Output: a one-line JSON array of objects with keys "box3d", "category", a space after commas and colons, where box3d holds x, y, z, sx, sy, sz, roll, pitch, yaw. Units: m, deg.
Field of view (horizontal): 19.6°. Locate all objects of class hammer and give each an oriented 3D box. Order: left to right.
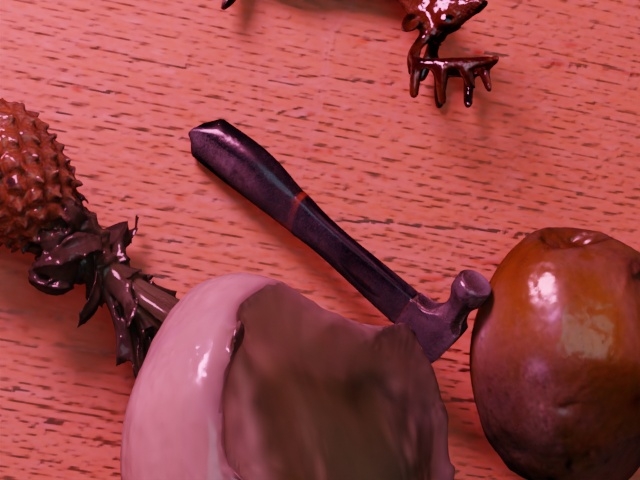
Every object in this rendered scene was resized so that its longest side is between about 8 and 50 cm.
[{"box3d": [0.000, 0.000, 1.573, 0.290, 0.137, 0.037, 40, 34, 10], "category": "hammer"}]

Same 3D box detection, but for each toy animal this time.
[{"box3d": [0.036, -0.242, 1.644, 0.243, 0.087, 0.260, 1, 81, 0], "category": "toy animal"}]

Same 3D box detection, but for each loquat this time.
[{"box3d": [0.214, 0.104, 1.558, 0.179, 0.179, 0.227, -5, 99, -15], "category": "loquat"}]

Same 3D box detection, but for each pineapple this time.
[{"box3d": [-0.192, 0.010, 1.504, 0.277, 0.130, 0.119, 43, 85, -4], "category": "pineapple"}]

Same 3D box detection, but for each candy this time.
[{"box3d": [-0.027, 0.241, 1.402, 0.186, 0.386, 0.427, -11, 82, 25], "category": "candy"}]
